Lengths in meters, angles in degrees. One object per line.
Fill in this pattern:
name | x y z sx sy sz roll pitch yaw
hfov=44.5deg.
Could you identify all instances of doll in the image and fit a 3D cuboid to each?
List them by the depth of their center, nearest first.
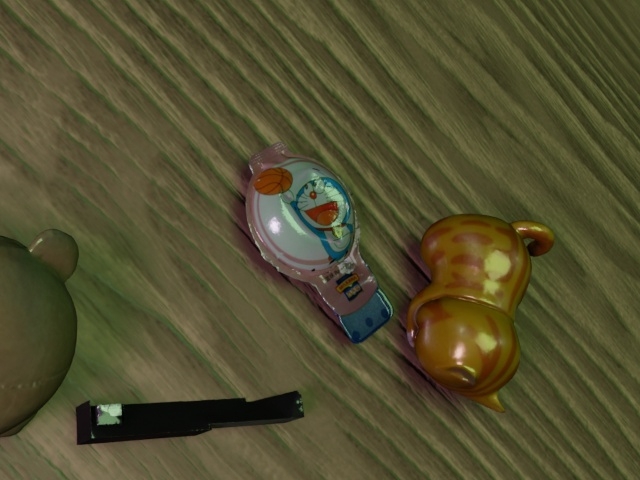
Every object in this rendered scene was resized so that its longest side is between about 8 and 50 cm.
doll | -0.356 0.086 0.656 0.330 0.174 0.235 1 112 -52
doll | 0.214 0.090 1.103 0.167 0.162 0.269 33 65 -38

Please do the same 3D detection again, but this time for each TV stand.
TV stand | -0.139 0.196 0.877 0.257 0.049 0.040 4 68 -34

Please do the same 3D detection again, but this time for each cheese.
cheese | 0.000 0.000 1.041 0.189 0.074 0.285 -32 92 -38
